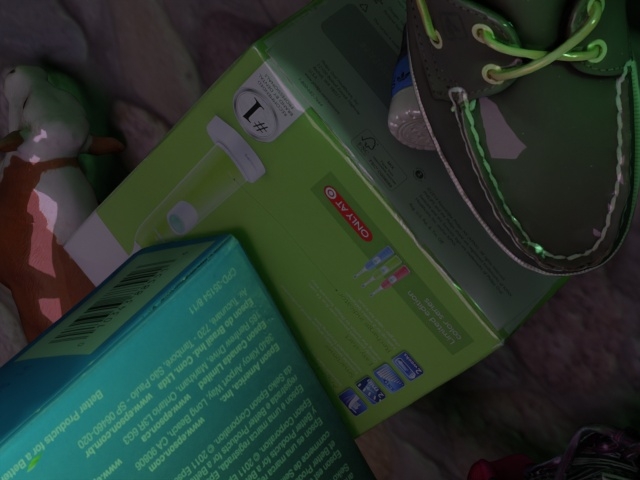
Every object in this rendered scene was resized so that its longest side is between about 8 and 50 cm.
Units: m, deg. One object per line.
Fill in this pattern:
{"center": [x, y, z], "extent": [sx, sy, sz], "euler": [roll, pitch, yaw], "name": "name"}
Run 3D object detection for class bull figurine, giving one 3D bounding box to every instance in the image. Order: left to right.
{"center": [-0.179, 0.031, 1.365], "extent": [0.188, 0.101, 0.310], "euler": [-8, 112, 53], "name": "bull figurine"}

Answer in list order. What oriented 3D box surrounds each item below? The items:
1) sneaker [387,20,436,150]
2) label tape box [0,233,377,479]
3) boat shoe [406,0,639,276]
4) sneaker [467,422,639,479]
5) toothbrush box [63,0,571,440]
{"center": [0.113, -0.085, 1.001], "extent": [0.152, 0.084, 0.058], "euler": [6, 152, 2], "name": "sneaker"}
{"center": [-0.069, 0.201, 1.079], "extent": [0.106, 0.240, 0.333], "euler": [-9, 116, 48], "name": "label tape box"}
{"center": [0.089, -0.123, 0.900], "extent": [0.109, 0.091, 0.305], "euler": [-12, 100, 2], "name": "boat shoe"}
{"center": [0.185, 0.150, 1.079], "extent": [0.299, 0.121, 0.112], "euler": [-24, 71, 44], "name": "sneaker"}
{"center": [0.000, 0.000, 1.133], "extent": [0.206, 0.122, 0.283], "euler": [50, 142, 0], "name": "toothbrush box"}
